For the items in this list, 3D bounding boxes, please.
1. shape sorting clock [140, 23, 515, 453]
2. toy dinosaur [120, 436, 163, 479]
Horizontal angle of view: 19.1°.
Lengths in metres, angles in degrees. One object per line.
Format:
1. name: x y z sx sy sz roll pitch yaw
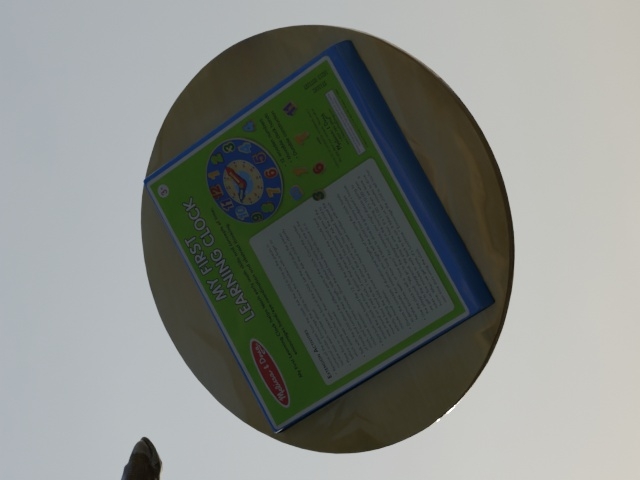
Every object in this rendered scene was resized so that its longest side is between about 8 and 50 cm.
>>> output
1. shape sorting clock: 0.000 0.000 0.910 0.040 0.206 0.206 -12 -91 -61
2. toy dinosaur: -0.175 0.259 1.185 0.313 0.121 0.160 -51 -31 -15
